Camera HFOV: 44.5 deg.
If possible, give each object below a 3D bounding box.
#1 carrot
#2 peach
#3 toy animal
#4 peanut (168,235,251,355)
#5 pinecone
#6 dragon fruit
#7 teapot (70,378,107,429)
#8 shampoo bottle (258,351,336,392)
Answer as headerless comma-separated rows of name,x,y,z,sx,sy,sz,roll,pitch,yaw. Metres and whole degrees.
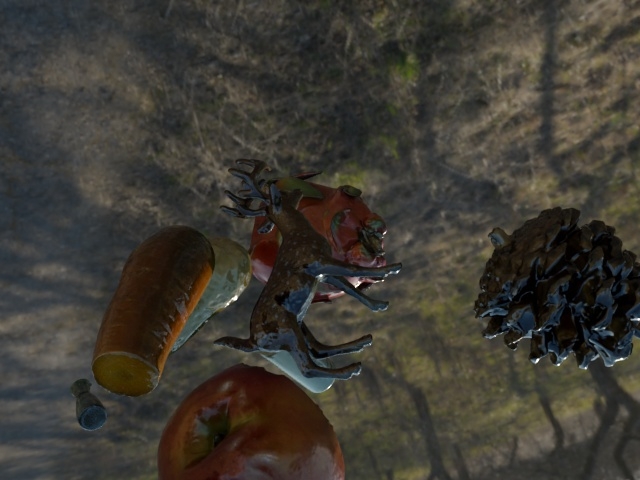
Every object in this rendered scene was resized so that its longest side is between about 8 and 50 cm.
carrot,-0.162,0.057,0.756,0.087,0.193,0.087,7,125,10
peach,-0.142,0.453,1.493,0.335,0.406,0.310,4,-146,30
toy animal,-0.037,0.030,0.963,0.260,0.243,0.087,22,157,9
peanut,-0.204,0.087,1.165,0.236,0.110,0.120,-43,-164,-14
pinecone,0.348,0.070,1.116,0.243,0.257,0.243,-46,151,-36
dragon fruit,-0.005,-0.001,1.290,0.227,0.224,0.224,-3,161,3
teapot,-0.356,0.246,1.189,0.043,0.043,0.110,-8,-162,-24
shampoo bottle,-0.064,0.243,1.690,0.085,0.085,0.262,-25,138,19
